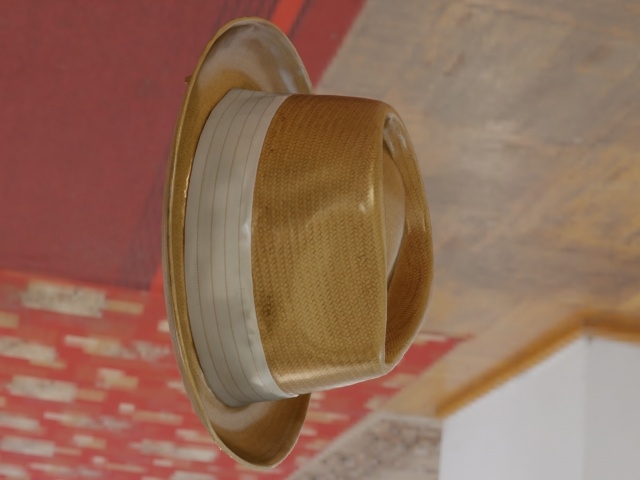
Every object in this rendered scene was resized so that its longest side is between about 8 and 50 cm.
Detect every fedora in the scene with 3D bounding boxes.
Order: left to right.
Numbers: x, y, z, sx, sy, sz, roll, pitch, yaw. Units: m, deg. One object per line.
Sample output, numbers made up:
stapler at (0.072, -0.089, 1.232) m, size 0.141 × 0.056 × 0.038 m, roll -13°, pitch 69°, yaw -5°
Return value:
fedora at (0.000, 0.000, 0.620) m, size 0.079 × 0.194 × 0.194 m, roll -2°, pitch 160°, yaw 20°
